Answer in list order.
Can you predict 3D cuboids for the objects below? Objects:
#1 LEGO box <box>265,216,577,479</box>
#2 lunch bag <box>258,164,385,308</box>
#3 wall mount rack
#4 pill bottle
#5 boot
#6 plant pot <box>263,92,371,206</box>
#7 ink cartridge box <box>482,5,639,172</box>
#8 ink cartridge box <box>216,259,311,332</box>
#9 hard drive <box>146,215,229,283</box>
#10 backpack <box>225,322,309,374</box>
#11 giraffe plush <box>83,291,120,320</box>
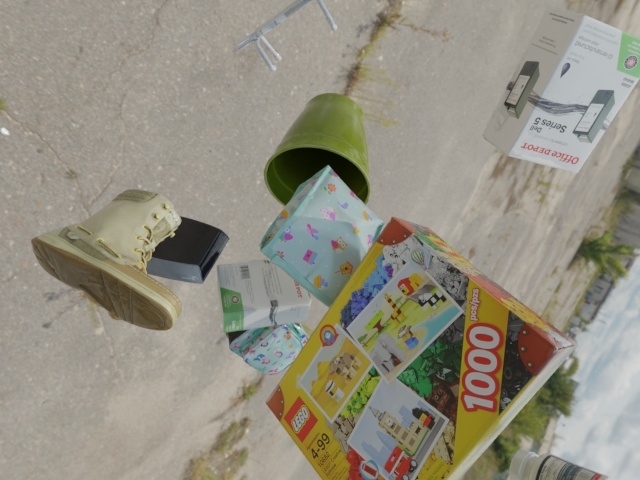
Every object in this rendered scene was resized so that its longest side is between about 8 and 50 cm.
[{"bbox_3d":[0.173,0.267,0.959,0.193,0.372,0.500,11,116,-53],"label":"LEGO box"},{"bbox_3d":[0.000,0.000,1.115,0.160,0.223,0.262,-27,-154,51],"label":"lunch bag"},{"bbox_3d":[-0.074,-0.609,1.390,0.350,0.304,0.130,-29,117,13],"label":"wall mount rack"},{"bbox_3d":[0.489,0.499,0.980,0.108,0.180,0.108,-2,93,-37],"label":"pill bottle"},{"bbox_3d":[-0.281,0.017,0.762,0.203,0.262,0.095,-47,153,-46],"label":"boot"},{"bbox_3d":[0.018,-0.324,1.716,0.366,0.366,0.353,75,22,-52],"label":"plant pot"},{"bbox_3d":[0.487,-0.291,0.964,0.198,0.115,0.273,9,121,-20],"label":"ink cartridge box"},{"bbox_3d":[-0.149,0.137,1.243,0.219,0.160,0.092,-5,137,-15],"label":"ink cartridge box"},{"bbox_3d":[-0.370,0.008,1.165,0.054,0.254,0.172,90,17,-46],"label":"hard drive"},{"bbox_3d":[-0.163,0.332,1.616,0.225,0.191,0.253,-39,134,1],"label":"backpack"},{"bbox_3d":[-0.522,0.116,1.229,0.210,0.181,0.170,-43,-176,8],"label":"giraffe plush"}]
